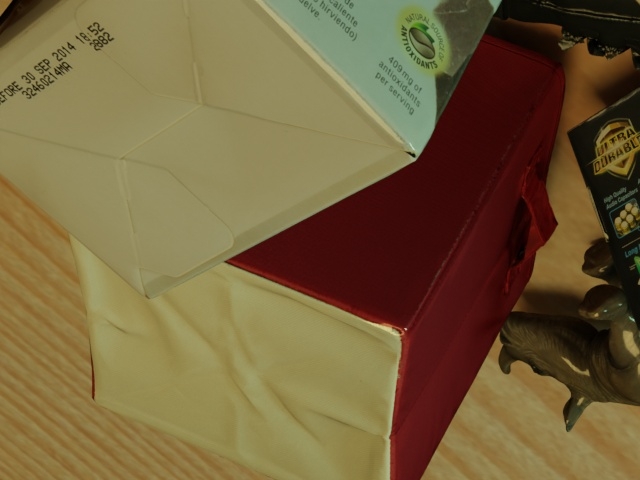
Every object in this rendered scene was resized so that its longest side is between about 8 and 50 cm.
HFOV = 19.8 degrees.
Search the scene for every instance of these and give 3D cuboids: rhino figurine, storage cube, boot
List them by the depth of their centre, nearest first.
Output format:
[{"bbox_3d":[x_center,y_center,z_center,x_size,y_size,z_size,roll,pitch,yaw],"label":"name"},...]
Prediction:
[{"bbox_3d":[0.128,-0.134,0.866,0.099,0.045,0.121,16,150,15],"label":"boot"},{"bbox_3d":[0.000,0.000,0.962,0.215,0.193,0.183,22,144,16],"label":"storage cube"},{"bbox_3d":[0.190,0.053,1.039,0.106,0.073,0.243,45,140,-21],"label":"rhino figurine"}]

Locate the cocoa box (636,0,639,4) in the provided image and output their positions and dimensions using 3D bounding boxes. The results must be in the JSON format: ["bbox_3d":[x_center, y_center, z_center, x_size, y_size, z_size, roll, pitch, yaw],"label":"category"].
[{"bbox_3d":[0.300,-0.158,0.583,0.228,0.231,0.347,43,140,-24],"label":"cocoa box"}]

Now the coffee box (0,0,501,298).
[{"bbox_3d":[0.000,-0.139,0.718,0.119,0.297,0.168,43,141,-18],"label":"coffee box"}]

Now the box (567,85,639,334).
[{"bbox_3d":[0.228,-0.018,0.859,0.051,0.175,0.220,-7,162,-38],"label":"box"}]
